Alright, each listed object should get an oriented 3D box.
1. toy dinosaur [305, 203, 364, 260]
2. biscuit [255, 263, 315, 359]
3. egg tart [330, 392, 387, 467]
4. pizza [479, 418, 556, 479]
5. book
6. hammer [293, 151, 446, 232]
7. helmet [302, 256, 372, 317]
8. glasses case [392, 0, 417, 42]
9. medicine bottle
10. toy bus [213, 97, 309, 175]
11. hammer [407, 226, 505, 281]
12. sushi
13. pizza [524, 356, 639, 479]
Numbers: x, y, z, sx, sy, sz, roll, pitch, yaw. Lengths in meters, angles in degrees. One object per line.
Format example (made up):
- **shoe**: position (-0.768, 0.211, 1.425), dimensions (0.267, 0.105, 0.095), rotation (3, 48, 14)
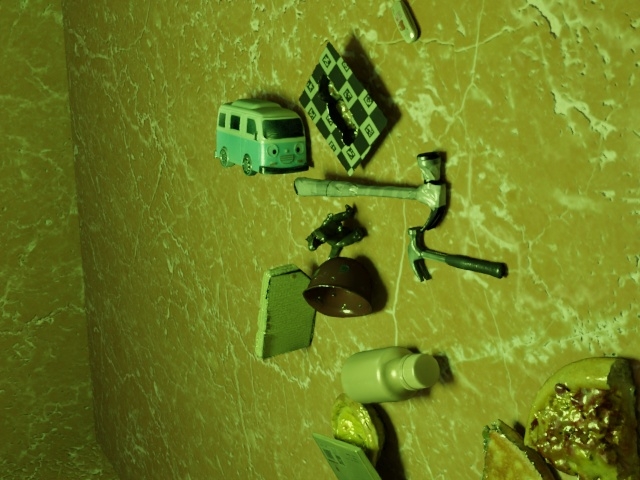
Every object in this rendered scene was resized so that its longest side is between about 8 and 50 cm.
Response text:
- **toy dinosaur**: position (0.000, 0.000, 1.824), dimensions (0.179, 0.187, 0.087), rotation (-33, 69, 30)
- **biscuit**: position (-0.082, 0.164, 2.022), dimensions (0.052, 0.150, 0.252), rotation (42, 136, 42)
- **egg tart**: position (0.092, 0.431, 1.917), dimensions (0.191, 0.074, 0.191), rotation (34, 131, 50)
- **pizza**: position (0.342, 0.428, 1.529), dimensions (0.185, 0.052, 0.195), rotation (54, 139, 22)
- **book**: position (0.099, 0.566, 1.912), dimensions (0.215, 0.025, 0.282), rotation (-2, 122, 60)
- **hammer**: position (0.087, -0.110, 1.695), dimensions (0.427, 0.044, 0.152), rotation (11, 113, 49)
- **helmet**: position (0.046, 0.095, 1.823), dimensions (0.175, 0.155, 0.106), rotation (103, -178, -62)
- **glasses case**: position (0.154, -0.400, 1.536), dimensions (0.032, 0.021, 0.083), rotation (-44, 64, 57)
- **medicine bottle**: position (0.146, 0.275, 1.728), dimensions (0.252, 0.114, 0.114), rotation (-24, 81, 59)
- **toy bus**: position (-0.142, -0.245, 1.979), dimensions (0.271, 0.133, 0.165), rotation (24, 118, 56)
- **hammer**: position (0.248, 0.043, 1.556), dimensions (0.246, 0.029, 0.103), rotation (17, 115, 54)
- **sushi**: position (0.059, -0.272, 1.715), dimensions (0.215, 0.050, 0.192), rotation (57, 146, 16)
- **pizza**: position (0.419, 0.316, 1.327), dimensions (0.229, 0.081, 0.289), rotation (61, 146, 25)
